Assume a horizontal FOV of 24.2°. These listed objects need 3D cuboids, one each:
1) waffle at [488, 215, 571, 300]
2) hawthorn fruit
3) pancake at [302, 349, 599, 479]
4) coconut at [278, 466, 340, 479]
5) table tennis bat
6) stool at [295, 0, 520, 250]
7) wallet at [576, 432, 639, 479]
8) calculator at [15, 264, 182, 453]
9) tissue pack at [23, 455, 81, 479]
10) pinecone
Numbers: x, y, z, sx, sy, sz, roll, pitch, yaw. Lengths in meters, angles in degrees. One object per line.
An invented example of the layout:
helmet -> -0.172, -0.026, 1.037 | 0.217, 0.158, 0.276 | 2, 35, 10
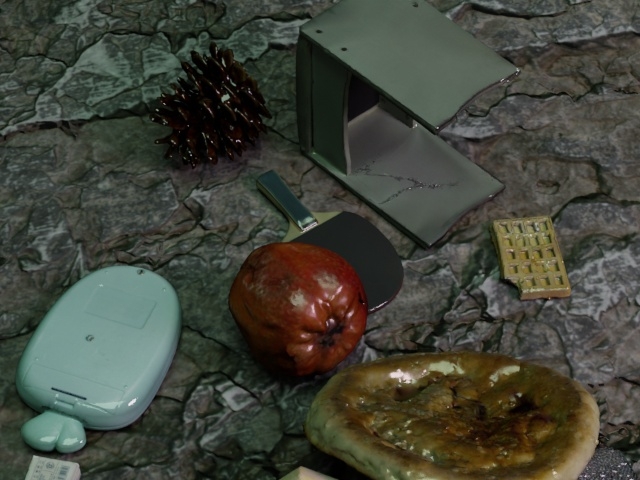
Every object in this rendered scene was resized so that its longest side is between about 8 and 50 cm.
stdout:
waffle -> 0.283, 0.024, 2.022 | 0.092, 0.021, 0.135 | -3, 50, -5
hawthorn fruit -> -0.030, 0.089, 1.892 | 0.179, 0.173, 0.173 | -1, 46, 33
pancake -> 0.157, 0.210, 1.760 | 0.356, 0.065, 0.356 | 0, 20, 0
coconut -> -0.014, 0.332, 1.694 | 0.152, 0.147, 0.147 | 17, 52, 2
table tennis bat -> 0.000, 0.000, 2.041 | 0.154, 0.021, 0.274 | -29, 59, -22
stool -> 0.113, -0.178, 2.039 | 0.170, 0.243, 0.269 | -36, 60, -25
wallet -> 0.298, 0.358, 1.686 | 0.221, 0.071, 0.262 | -15, 62, -31
calculator -> -0.285, 0.147, 1.905 | 0.184, 0.042, 0.295 | 15, 52, 12
tissue pack -> -0.327, 0.304, 1.779 | 0.062, 0.042, 0.083 | 10, 52, 6
pinecone -> -0.161, -0.177, 2.101 | 0.165, 0.163, 0.163 | -43, 61, -9
